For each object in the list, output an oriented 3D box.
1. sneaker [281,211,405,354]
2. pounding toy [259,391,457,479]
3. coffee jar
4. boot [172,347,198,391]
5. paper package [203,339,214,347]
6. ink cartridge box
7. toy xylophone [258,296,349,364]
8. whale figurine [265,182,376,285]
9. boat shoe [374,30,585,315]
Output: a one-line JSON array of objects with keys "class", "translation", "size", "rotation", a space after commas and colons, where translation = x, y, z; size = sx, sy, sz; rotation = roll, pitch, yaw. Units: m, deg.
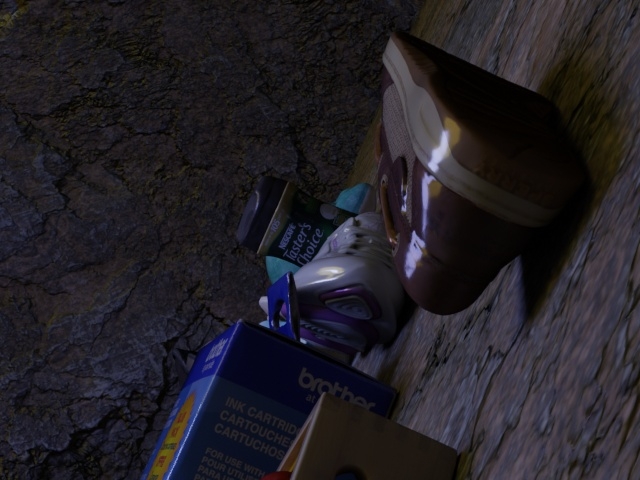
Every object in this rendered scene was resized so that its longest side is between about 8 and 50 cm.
[{"class": "sneaker", "translation": [0.028, 0.029, 1.196], "size": [0.305, 0.114, 0.152], "rotation": [128, 165, -81]}, {"class": "pounding toy", "translation": [-0.007, 0.180, 0.702], "size": [0.206, 0.094, 0.181], "rotation": [117, 176, -47]}, {"class": "coffee jar", "translation": [-0.008, -0.006, 1.504], "size": [0.079, 0.184, 0.096], "rotation": [-70, 4, -58]}, {"class": "boot", "translation": [-0.173, 0.265, 1.620], "size": [0.263, 0.091, 0.229], "rotation": [164, 117, -80]}, {"class": "paper package", "translation": [-0.170, 0.353, 1.867], "size": [0.309, 0.168, 0.325], "rotation": [116, 177, -71]}, {"class": "ink cartridge box", "translation": [-0.078, 0.227, 1.024], "size": [0.395, 0.151, 0.270], "rotation": [-65, 7, -16]}, {"class": "toy xylophone", "translation": [-0.088, 0.219, 1.390], "size": [0.236, 0.081, 0.322], "rotation": [-12, 52, 48]}, {"class": "whale figurine", "translation": [0.000, 0.000, 1.828], "size": [0.272, 0.141, 0.216], "rotation": [119, 174, -64]}, {"class": "boat shoe", "translation": [0.080, -0.046, 0.777], "size": [0.342, 0.123, 0.123], "rotation": [-92, 27, -71]}]
